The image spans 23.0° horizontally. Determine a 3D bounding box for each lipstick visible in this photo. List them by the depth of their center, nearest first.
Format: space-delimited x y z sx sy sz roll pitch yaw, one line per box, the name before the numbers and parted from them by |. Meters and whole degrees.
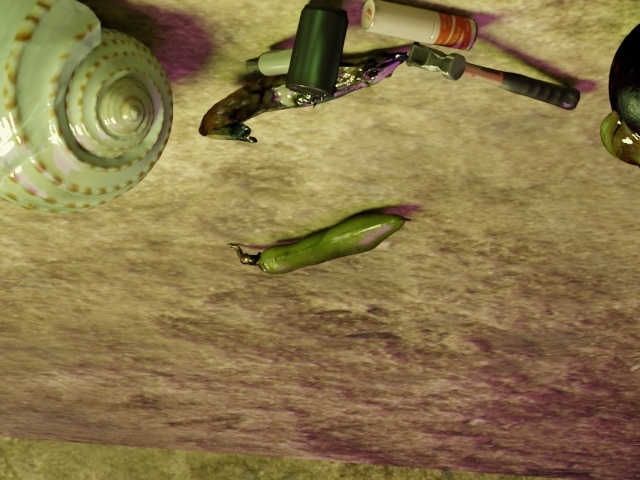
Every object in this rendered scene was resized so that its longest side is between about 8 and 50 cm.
lipstick | 0.112 -0.244 1.780 0.131 0.038 0.038 8 158 -24

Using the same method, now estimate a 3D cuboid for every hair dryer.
hair dryer | -0.039 -0.214 1.819 0.057 0.100 0.198 15 173 -31

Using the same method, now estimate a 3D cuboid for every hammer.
hammer | 0.215 -0.193 1.884 0.288 0.033 0.111 9 -169 -42

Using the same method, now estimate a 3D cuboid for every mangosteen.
mangosteen | 0.431 -0.154 1.774 0.243 0.242 0.243 -1 160 0

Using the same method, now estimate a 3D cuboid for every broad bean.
broad bean | 0.002 0.008 2.413 0.325 0.067 0.075 -18 145 33

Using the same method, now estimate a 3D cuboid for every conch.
conch | -0.340 -0.146 1.789 0.319 0.215 0.303 -17 144 33

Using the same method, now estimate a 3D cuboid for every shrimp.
shrimp | -0.022 -0.161 1.845 0.262 0.198 0.051 -12 113 16
